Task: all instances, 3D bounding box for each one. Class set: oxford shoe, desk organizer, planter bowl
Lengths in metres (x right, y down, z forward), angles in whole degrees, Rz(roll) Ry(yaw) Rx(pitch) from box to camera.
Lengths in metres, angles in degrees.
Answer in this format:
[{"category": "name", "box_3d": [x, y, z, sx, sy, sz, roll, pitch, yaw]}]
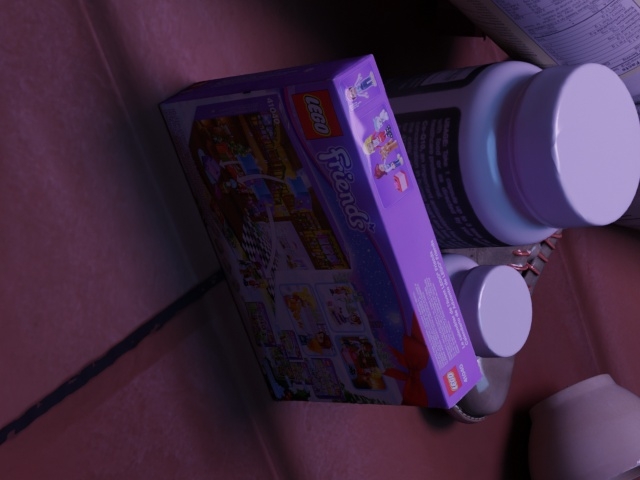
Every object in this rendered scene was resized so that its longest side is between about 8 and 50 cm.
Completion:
[{"category": "oxford shoe", "box_3d": [0.175, 0.008, 1.502, 0.123, 0.130, 0.348, 6, 83, -47]}, {"category": "desk organizer", "box_3d": [0.147, -0.269, 1.546, 0.047, 0.050, 0.130, 83, 12, -56]}, {"category": "planter bowl", "box_3d": [0.286, 0.209, 1.611, 0.162, 0.162, 0.109, -6, 65, -47]}]

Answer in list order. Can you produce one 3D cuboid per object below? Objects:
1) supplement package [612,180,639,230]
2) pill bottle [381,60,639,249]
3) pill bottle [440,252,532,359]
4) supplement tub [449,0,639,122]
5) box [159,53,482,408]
[{"category": "supplement package", "box_3d": [0.407, -0.111, 1.709, 0.203, 0.149, 0.194, 13, 80, -29]}, {"category": "pill bottle", "box_3d": [0.128, -0.072, 1.344, 0.161, 0.283, 0.161, 3, 86, -47]}, {"category": "pill bottle", "box_3d": [0.096, 0.065, 1.378, 0.108, 0.180, 0.107, 3, 86, -48]}, {"category": "supplement tub", "box_3d": [0.225, -0.267, 1.329, 0.325, 0.235, 0.235, 35, 63, -38]}, {"category": "box", "box_3d": [0.000, 0.000, 1.264, 0.057, 0.201, 0.293, -37, 115, -42]}]
